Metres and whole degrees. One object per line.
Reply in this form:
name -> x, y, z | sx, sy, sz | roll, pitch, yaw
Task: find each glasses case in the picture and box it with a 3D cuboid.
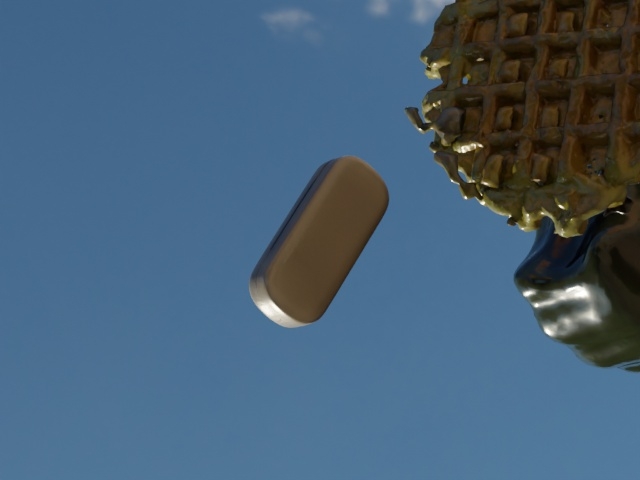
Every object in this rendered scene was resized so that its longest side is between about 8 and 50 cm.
glasses case -> 0.000, 0.000, 1.685 | 0.083, 0.050, 0.196 | 42, -119, -16

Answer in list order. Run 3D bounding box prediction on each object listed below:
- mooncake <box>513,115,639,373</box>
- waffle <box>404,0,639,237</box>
mooncake -> 0.369, -0.025, 1.869 | 0.351, 0.187, 0.351 | 11, -111, -32
waffle -> 0.200, -0.135, 1.288 | 0.262, 0.280, 0.060 | -42, -41, 13
